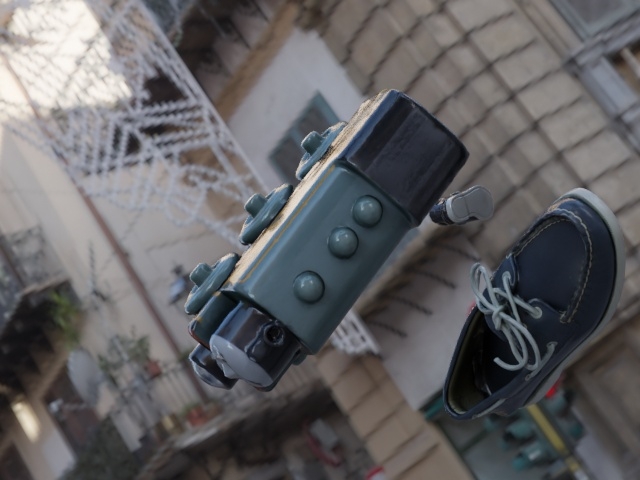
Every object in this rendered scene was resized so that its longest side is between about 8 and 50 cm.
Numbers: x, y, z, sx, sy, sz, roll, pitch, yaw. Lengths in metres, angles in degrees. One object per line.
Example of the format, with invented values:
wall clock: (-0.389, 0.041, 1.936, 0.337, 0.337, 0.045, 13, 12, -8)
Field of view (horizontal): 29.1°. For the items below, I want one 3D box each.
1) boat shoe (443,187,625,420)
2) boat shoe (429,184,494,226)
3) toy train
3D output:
boat shoe: (0.159, 0.060, 0.977, 0.079, 0.095, 0.255, -20, -27, -28)
boat shoe: (0.180, -0.040, 1.555, 0.038, 0.046, 0.125, -14, 3, 35)
toy train: (0.000, 0.000, 1.158, 0.334, 0.142, 0.190, -51, 9, -14)
